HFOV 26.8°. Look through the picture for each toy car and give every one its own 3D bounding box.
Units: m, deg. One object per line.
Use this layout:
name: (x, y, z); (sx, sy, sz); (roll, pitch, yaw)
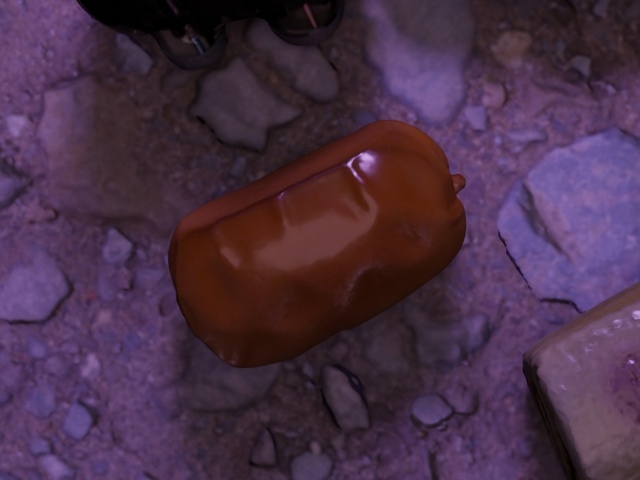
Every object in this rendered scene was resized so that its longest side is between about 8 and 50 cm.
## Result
toy car: (-0.076, -0.243, 1.022); (0.235, 0.172, 0.157); (-12, 72, 7)

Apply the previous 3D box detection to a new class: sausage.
sausage: (0.000, 0.000, 1.037); (0.241, 0.120, 0.136); (-31, 105, 2)

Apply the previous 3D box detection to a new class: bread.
bread: (0.321, 0.074, 0.994); (0.338, 0.187, 0.155); (-27, 86, 2)
